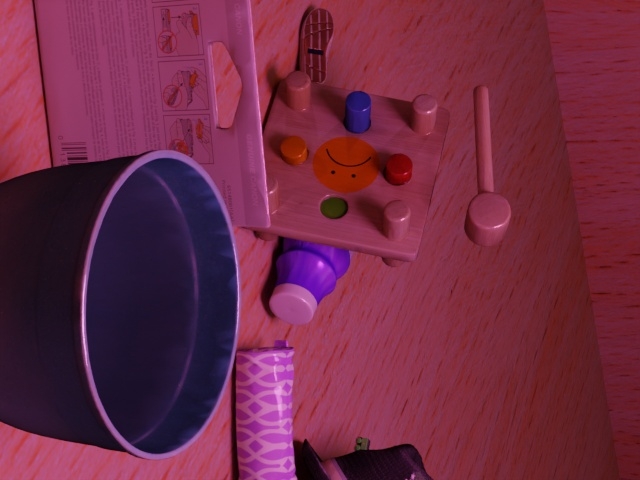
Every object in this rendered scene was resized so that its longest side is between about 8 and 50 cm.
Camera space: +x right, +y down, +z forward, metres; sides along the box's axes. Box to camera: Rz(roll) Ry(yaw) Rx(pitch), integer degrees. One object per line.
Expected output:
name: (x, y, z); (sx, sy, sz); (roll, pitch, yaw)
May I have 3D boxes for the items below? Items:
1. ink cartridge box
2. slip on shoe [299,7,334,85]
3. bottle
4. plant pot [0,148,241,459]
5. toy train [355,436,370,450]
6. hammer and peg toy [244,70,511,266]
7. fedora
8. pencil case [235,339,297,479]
ink cartridge box: (-0.166, -0.161, 1.398); (0.066, 0.261, 0.296); (-26, 114, -62)
slip on shoe: (-0.009, -0.285, 2.021); (0.041, 0.051, 0.135); (131, -36, -63)
bottle: (0.000, 0.000, 1.975); (0.283, 0.092, 0.118); (-67, 147, -40)
plant pot: (-0.246, 0.054, 1.230); (0.271, 0.255, 0.272); (1, 90, -65)
toy train: (0.066, 0.363, 2.209); (0.017, 0.023, 0.083); (50, 45, -55)
hammer and peg toy: (0.090, -0.096, 1.869); (0.127, 0.361, 0.266); (90, 13, -59)
fedora: (0.108, 0.393, 1.978); (0.334, 0.152, 0.334); (57, -4, 5)
pencil case: (-0.070, 0.243, 1.828); (0.088, 0.086, 0.206); (-3, 94, -53)
